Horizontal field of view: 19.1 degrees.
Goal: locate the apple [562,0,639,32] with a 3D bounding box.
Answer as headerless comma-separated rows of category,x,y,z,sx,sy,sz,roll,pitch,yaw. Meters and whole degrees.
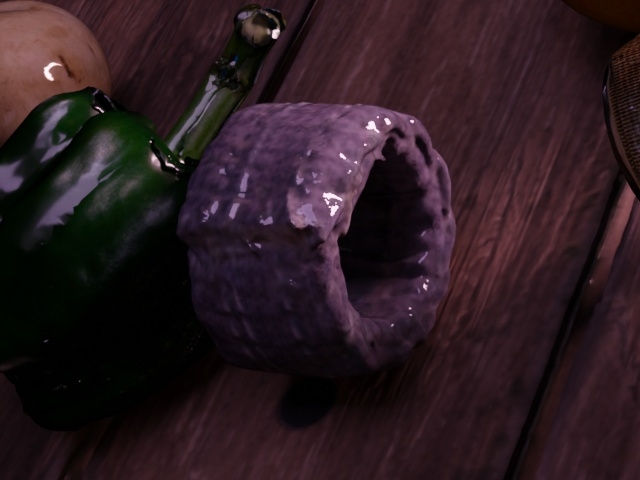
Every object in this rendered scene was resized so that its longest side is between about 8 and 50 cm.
apple,0.204,-0.204,1.098,0.182,0.155,0.182,-17,58,29

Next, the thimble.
thimble,0.001,-0.001,1.030,0.098,0.150,0.150,3,51,34

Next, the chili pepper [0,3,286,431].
chili pepper,-0.101,-0.018,1.105,0.261,0.165,0.174,-43,22,-7

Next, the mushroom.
mushroom,-0.221,-0.095,1.299,0.166,0.127,0.166,-8,26,4

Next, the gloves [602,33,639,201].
gloves,0.298,-0.088,0.904,0.331,0.141,0.154,-12,20,29
